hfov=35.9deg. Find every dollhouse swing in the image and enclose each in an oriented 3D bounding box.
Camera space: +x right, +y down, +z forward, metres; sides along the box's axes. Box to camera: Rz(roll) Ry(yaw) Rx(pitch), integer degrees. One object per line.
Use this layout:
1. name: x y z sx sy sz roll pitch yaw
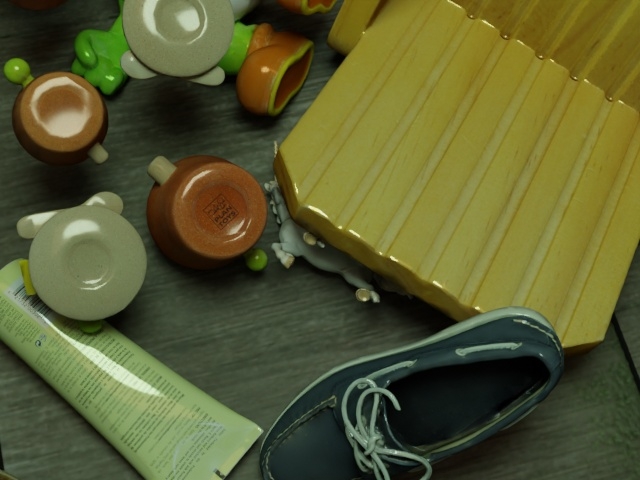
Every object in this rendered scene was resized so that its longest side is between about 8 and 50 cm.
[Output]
1. dollhouse swing: 0.179 -0.142 0.776 0.346 0.315 0.305 32 40 2

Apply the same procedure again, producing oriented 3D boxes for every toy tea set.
1. toy tea set: -0.157 -0.105 0.788 0.199 0.124 0.336 -11 93 -16

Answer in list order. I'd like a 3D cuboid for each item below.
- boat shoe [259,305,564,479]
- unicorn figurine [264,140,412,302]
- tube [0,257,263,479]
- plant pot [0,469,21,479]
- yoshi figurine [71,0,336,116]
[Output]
1. boat shoe: 0.061 0.132 0.729 0.254 0.079 0.095 -23 98 15
2. unicorn figurine: 0.000 0.000 0.829 0.162 0.111 0.060 43 98 -10
3. tube: -0.167 0.112 0.782 0.240 0.070 0.062 38 29 6
4. plant pot: -0.244 0.313 0.617 0.254 0.237 0.237 -42 77 -3
5. yoshi figurine: -0.174 -0.250 0.856 0.362 0.203 0.204 29 74 9
